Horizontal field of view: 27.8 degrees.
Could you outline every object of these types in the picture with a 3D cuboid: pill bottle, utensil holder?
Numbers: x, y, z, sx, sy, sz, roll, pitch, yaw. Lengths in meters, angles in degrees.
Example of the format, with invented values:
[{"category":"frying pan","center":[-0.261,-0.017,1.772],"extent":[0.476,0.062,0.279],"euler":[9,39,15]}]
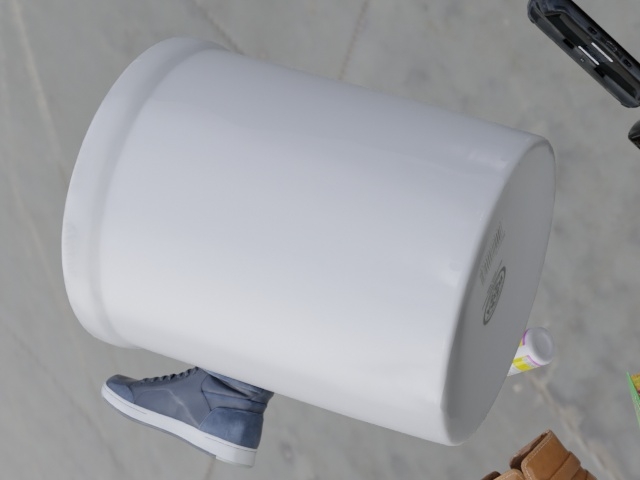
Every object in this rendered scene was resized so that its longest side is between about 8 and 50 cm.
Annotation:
[{"category":"pill bottle","center":[0.218,0.126,1.443],"extent":[0.083,0.043,0.043],"euler":[-26,86,47]},{"category":"utensil holder","center":[0.000,0.000,1.271],"extent":[0.385,0.327,0.327],"euler":[17,126,20]}]

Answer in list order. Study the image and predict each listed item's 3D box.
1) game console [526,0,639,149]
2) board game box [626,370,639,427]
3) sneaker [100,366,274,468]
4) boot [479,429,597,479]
[{"category":"game console","center":[0.407,-0.188,1.608],"extent":[0.361,0.044,0.213],"euler":[40,168,-10]},{"category":"board game box","center":[0.513,0.308,1.973],"extent":[0.259,0.039,0.124],"euler":[59,-167,-47]},{"category":"sneaker","center":[-0.145,0.151,1.511],"extent":[0.226,0.086,0.163],"euler":[17,89,30]},{"category":"boot","center":[0.228,0.219,1.060],"extent":[0.152,0.197,0.073],"euler":[58,161,5]}]
